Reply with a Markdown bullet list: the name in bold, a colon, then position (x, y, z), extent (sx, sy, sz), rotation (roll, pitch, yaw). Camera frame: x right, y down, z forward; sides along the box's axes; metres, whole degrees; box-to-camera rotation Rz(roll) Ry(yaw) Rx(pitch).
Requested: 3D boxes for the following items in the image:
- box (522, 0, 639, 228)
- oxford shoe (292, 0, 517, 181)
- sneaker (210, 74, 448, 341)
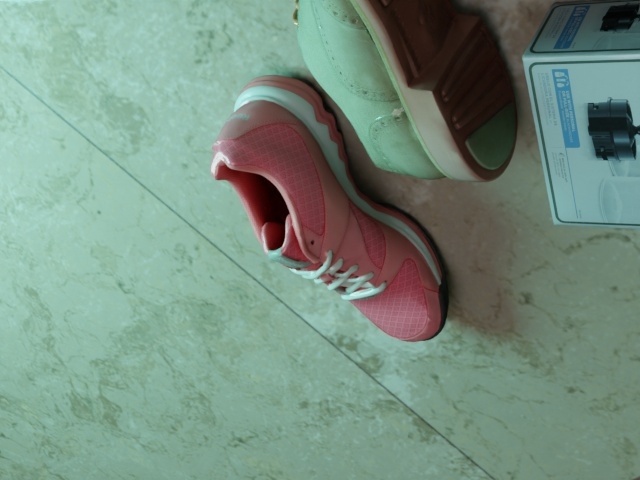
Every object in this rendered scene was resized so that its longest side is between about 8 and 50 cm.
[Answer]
- **box**: position (0.314, -0.095, 0.885), extent (0.289, 0.087, 0.169), rotation (4, 129, 28)
- **oxford shoe**: position (0.017, -0.206, 0.934), extent (0.146, 0.140, 0.397), rotation (-4, 123, 42)
- **sneaker**: position (-0.001, 0.000, 1.120), extent (0.116, 0.136, 0.314), rotation (-22, 114, 42)
